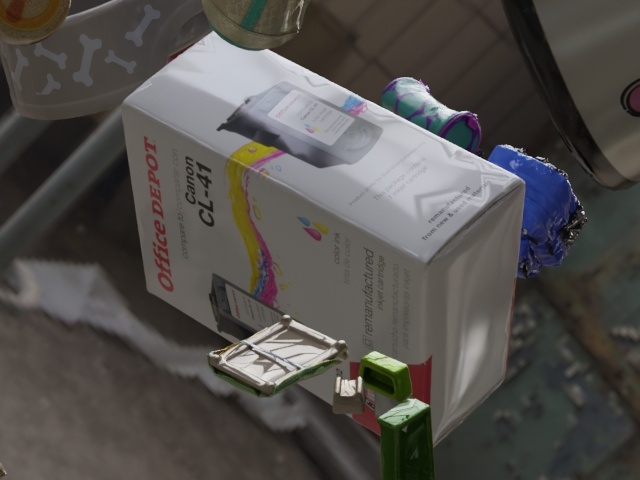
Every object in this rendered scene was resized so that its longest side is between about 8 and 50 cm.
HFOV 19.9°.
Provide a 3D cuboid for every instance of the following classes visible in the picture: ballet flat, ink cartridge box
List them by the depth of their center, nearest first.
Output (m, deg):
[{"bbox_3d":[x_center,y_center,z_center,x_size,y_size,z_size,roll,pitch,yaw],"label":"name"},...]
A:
[{"bbox_3d":[-0.009,-0.144,0.729,0.057,0.052,0.168,17,49,-12],"label":"ballet flat"},{"bbox_3d":[0.000,0.000,1.456,0.306,0.131,0.226,28,-39,28],"label":"ink cartridge box"}]

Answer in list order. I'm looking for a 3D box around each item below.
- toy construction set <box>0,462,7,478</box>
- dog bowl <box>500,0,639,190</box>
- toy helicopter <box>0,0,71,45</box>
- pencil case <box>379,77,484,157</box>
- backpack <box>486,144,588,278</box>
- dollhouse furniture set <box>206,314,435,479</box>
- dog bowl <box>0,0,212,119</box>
[{"bbox_3d":[-0.438,0.290,1.762,0.257,0.237,0.309,54,4,-15],"label":"toy construction set"},{"bbox_3d":[0.172,-0.237,0.874,0.408,0.150,0.408,-11,90,-71],"label":"dog bowl"},{"bbox_3d":[-0.257,-0.347,1.570,0.140,0.235,0.355,176,-94,-67],"label":"toy helicopter"},{"bbox_3d":[0.123,-0.134,2.054,0.064,0.070,0.151,52,-6,-34],"label":"pencil case"},{"bbox_3d":[0.195,-0.027,1.748,0.098,0.101,0.120,22,-19,24],"label":"backpack"},{"bbox_3d":[0.006,0.106,1.145,0.151,0.059,0.076,22,36,38],"label":"dollhouse furniture set"},{"bbox_3d":[-0.203,-0.268,2.001,0.349,0.348,0.102,-106,172,-63],"label":"dog bowl"}]
